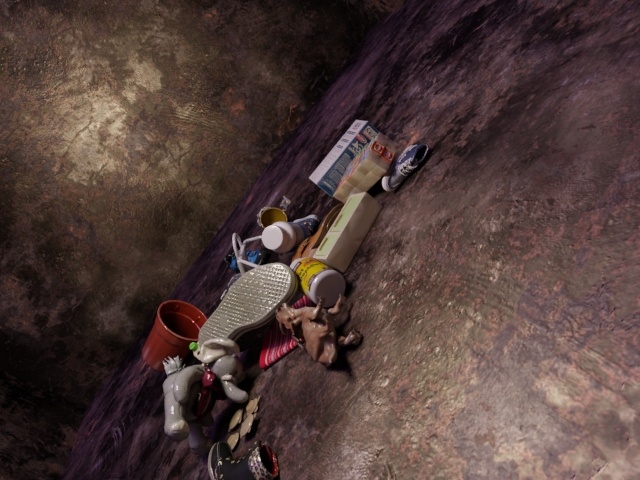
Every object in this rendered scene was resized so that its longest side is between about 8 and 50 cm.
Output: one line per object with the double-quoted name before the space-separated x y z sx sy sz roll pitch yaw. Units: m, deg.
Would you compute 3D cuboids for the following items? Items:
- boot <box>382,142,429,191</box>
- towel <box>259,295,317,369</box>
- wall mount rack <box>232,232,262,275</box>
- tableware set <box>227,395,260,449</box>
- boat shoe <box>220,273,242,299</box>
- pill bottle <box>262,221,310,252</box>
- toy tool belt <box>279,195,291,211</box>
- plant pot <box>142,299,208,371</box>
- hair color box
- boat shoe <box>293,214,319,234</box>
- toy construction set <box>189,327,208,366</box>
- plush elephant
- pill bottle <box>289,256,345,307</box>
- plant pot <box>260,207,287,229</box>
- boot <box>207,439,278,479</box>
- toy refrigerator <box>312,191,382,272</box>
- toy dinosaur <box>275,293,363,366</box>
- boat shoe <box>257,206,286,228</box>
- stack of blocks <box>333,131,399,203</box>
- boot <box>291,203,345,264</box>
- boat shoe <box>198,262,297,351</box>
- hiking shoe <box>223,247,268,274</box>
"boot" 0.280 -0.245 1.395 0.190 0.069 0.086 -55 16 -9
"towel" -0.102 0.288 1.397 0.275 0.031 0.199 -41 25 26
"wall mount rack" -0.233 0.138 1.612 0.130 0.350 0.304 -14 25 2
"tableware set" -0.236 0.550 1.270 0.168 0.020 0.141 -47 17 23
"boat shoe" -0.359 0.240 1.764 0.306 0.113 0.105 109 164 -53
"pill bottle" -0.137 -0.013 1.664 0.124 0.124 0.221 -45 -17 18
"toy tool belt" -0.205 -0.203 2.336 0.083 0.051 0.052 -59 22 -16
"plant pot" -0.725 0.483 2.075 0.265 0.272 0.272 -55 20 17
"hair color box" 0.109 -0.369 1.886 0.347 0.105 0.174 -51 22 6
"boat shoe" -0.083 -0.049 1.830 0.183 0.065 0.083 -25 33 48
"toy construction set" -0.485 0.523 1.640 0.327 0.151 0.215 -57 45 9
"plush elephant" -0.345 0.465 1.340 0.255 0.272 0.330 -23 47 -10
"pill bottle" -0.020 0.122 1.331 0.117 0.117 0.215 -55 30 -6
"plant pot" -0.240 -0.086 2.152 0.134 0.134 0.095 -63 -3 -25
"boot" -0.198 0.571 1.080 0.178 0.085 0.236 -48 28 5
"toy refrigerator" 0.088 -0.030 1.418 0.269 0.094 0.102 -59 23 -14
"toy dinosaur" -0.008 0.260 1.140 0.200 0.127 0.295 -53 33 18
"boat shoe" -0.291 -0.136 2.336 0.302 0.103 0.113 -9 48 61
"stack of blocks" 0.166 -0.264 1.533 0.171 0.087 0.297 -63 9 -26
"boot" 0.000 0.000 1.567 0.220 0.109 0.283 -16 49 63
"boat shoe" -0.229 0.241 1.420 0.500 0.156 0.186 -45 57 30
"hiking shoe" -0.379 0.099 2.107 0.304 0.132 0.113 -28 32 47
